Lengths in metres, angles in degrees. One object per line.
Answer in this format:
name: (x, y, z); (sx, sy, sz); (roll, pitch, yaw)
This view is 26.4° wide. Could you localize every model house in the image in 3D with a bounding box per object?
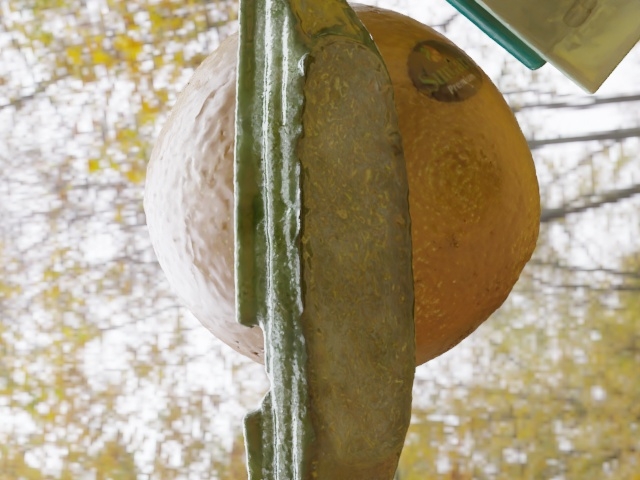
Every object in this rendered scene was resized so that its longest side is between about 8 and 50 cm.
model house: (0.129, -0.166, 0.748); (0.100, 0.149, 0.127); (37, -82, -17)

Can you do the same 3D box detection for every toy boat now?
toy boat: (0.000, 0.000, 0.661); (0.093, 0.055, 0.293); (1, -97, -37)

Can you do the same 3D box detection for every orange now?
orange: (0.016, -0.031, 0.962); (0.274, 0.274, 0.274); (5, -97, -56)
